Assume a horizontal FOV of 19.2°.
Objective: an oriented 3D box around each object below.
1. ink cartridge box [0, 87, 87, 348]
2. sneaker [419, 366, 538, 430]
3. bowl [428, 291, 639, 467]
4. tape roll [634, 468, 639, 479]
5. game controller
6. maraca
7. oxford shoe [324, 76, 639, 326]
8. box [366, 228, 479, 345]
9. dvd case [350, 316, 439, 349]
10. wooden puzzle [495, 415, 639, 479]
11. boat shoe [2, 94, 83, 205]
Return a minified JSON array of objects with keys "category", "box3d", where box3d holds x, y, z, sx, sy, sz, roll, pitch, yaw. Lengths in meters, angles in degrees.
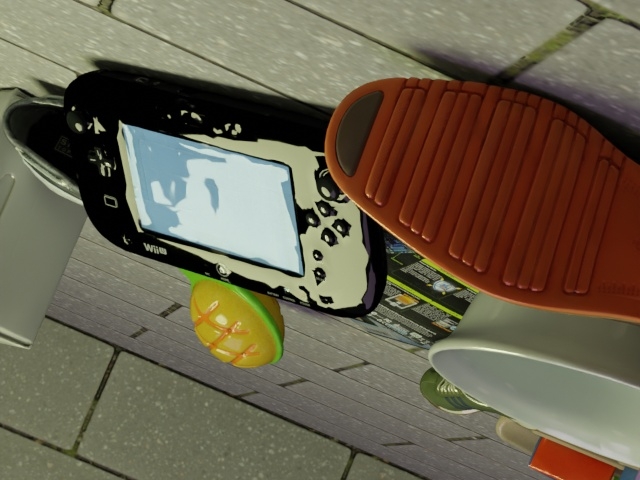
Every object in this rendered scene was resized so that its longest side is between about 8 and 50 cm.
[{"category":"ink cartridge box","box3d":[-0.361,-0.024,1.915,0.129,0.223,0.307,28,167,-30]},{"category":"sneaker","box3d":[0.179,0.164,2.196,0.192,0.064,0.086,11,157,44]},{"category":"bowl","box3d":[0.243,0.081,1.458,0.298,0.134,0.298,21,166,5]},{"category":"tape roll","box3d":[0.352,0.261,1.744,0.090,0.274,0.275,23,169,-2]},{"category":"game controller","box3d":[-0.080,-0.039,1.530,0.319,0.166,0.067,16,-151,35]},{"category":"maraca","box3d":[-0.108,0.078,2.256,0.127,0.099,0.185,4,134,43]},{"category":"oxford shoe","box3d":[0.174,-0.003,1.243,0.364,0.130,0.133,23,177,4]},{"category":"box","box3d":[0.079,0.015,1.577,0.191,0.045,0.184,28,145,-30]},{"category":"dvd case","box3d":[0.075,0.073,2.053,0.180,0.022,0.253,14,166,32]},{"category":"wooden puzzle","box3d":[0.431,0.328,2.420,0.322,0.080,0.348,30,166,-34]},{"category":"boat shoe","box3d":[-0.151,-0.057,1.689,0.301,0.108,0.102,26,172,22]}]
